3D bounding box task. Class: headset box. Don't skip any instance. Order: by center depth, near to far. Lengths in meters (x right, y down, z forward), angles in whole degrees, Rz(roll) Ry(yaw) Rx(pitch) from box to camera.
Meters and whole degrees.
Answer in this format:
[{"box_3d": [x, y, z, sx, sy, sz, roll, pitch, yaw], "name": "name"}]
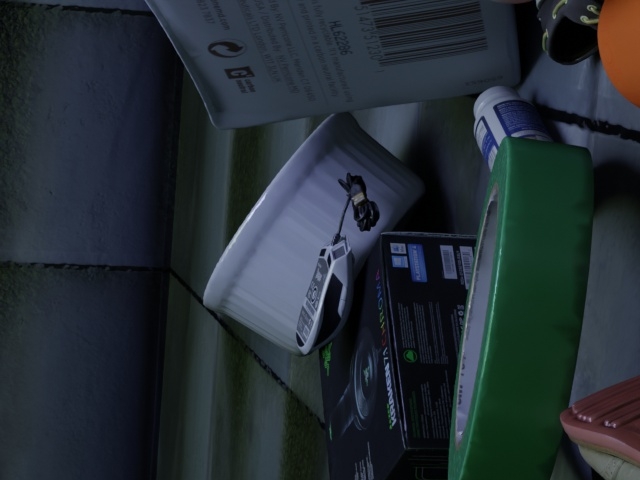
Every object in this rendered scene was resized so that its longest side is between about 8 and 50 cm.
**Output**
[{"box_3d": [0.096, 0.165, 1.937, 0.283, 0.131, 0.246, 117, 152, -58], "name": "headset box"}]

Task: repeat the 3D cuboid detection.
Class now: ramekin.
[{"box_3d": [0.000, 0.000, 2.091, 0.277, 0.135, 0.277, -53, -6, -9], "name": "ramekin"}]

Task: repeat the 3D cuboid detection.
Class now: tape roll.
[{"box_3d": [0.172, 0.071, 1.608, 0.321, 0.077, 0.321, 8, -90, -89], "name": "tape roll"}]

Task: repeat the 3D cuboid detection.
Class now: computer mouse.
[{"box_3d": [0.021, 0.031, 1.925, 0.106, 0.042, 0.193, -126, 52, -68], "name": "computer mouse"}]

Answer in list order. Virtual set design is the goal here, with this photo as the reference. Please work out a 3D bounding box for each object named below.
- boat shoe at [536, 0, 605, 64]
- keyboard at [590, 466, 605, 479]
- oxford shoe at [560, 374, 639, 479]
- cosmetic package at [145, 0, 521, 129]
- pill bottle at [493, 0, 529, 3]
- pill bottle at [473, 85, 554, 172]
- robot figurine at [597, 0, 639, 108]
[{"box_3d": [0.242, -0.210, 1.567, 0.228, 0.081, 0.068, 131, 137, -77], "name": "boat shoe"}, {"box_3d": [0.259, 0.263, 1.474, 0.100, 0.038, 0.192, -128, 22, -55], "name": "keyboard"}, {"box_3d": [0.271, 0.173, 1.305, 0.397, 0.140, 0.146, -136, 24, -84], "name": "oxford shoe"}, {"box_3d": [0.006, -0.367, 1.799, 0.329, 0.327, 0.393, 64, -160, -64], "name": "cosmetic package"}, {"box_3d": [0.220, -0.302, 1.230, 0.363, 0.210, 0.210, -25, 62, 52], "name": "pill bottle"}, {"box_3d": [0.186, -0.097, 1.766, 0.120, 0.067, 0.067, -108, 25, -51], "name": "pill bottle"}, {"box_3d": [0.282, -0.149, 1.317, 0.158, 0.128, 0.219, -44, 12, -10], "name": "robot figurine"}]
